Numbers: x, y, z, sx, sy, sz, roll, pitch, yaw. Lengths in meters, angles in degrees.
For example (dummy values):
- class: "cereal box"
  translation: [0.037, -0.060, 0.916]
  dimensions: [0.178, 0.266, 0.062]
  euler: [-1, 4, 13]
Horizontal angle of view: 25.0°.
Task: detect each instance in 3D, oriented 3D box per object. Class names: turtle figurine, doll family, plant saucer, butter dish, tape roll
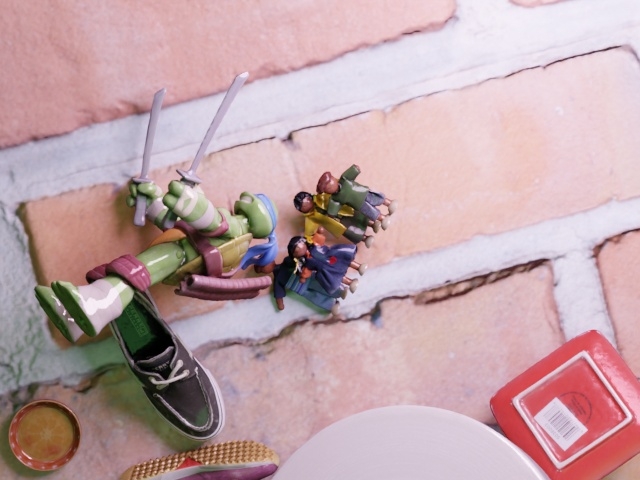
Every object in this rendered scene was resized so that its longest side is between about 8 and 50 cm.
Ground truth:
- class: "turtle figurine"
  translation: [-0.189, -0.028, 1.539]
  dimensions: [0.266, 0.198, 0.275]
  euler: [-37, 131, -24]
- class: "doll family"
  translation: [0.000, 0.000, 1.637]
  dimensions: [0.111, 0.076, 0.193]
  euler: [24, 96, -11]
- class: "plant saucer"
  translation: [-0.316, 0.223, 1.662]
  dimensions: [0.083, 0.013, 0.083]
  euler: [0, 96, -4]
- class: "butter dish"
  translation: [0.303, 0.214, 1.666]
  dimensions: [0.160, 0.118, 0.160]
  euler: [-35, 56, 3]
- class: "tape roll"
  translation: [0.096, 0.377, 1.585]
  dimensions: [0.392, 0.072, 0.392]
  euler: [-6, 72, 18]

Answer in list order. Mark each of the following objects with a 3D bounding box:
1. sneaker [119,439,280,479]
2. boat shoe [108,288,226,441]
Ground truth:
- class: "sneaker"
  translation: [-0.134, 0.287, 1.662]
  dimensions: [0.185, 0.069, 0.084]
  euler: [-10, 104, 3]
- class: "boat shoe"
  translation: [-0.183, 0.140, 1.636]
  dimensions: [0.078, 0.070, 0.219]
  euler: [-34, 97, -1]
